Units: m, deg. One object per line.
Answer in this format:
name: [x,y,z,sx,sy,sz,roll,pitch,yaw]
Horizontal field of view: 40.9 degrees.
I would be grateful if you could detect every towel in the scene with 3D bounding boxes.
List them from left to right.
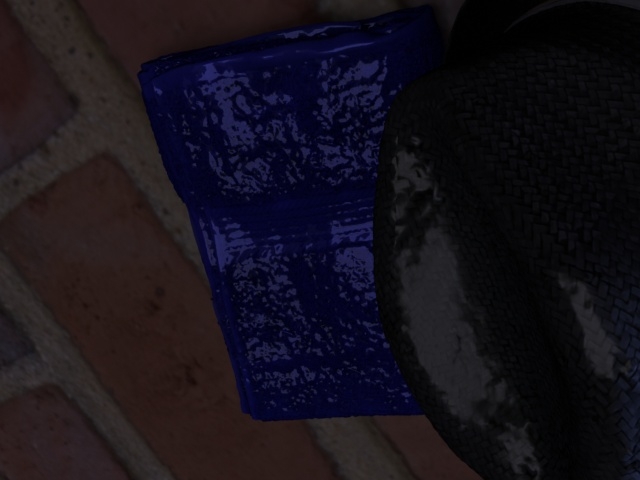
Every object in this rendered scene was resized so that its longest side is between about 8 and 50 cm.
towel: [0.000,0.000,0.630,0.228,0.076,0.308,-6,113,24]

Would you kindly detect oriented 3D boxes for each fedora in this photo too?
fedora: [0.126,0.014,0.418,0.334,0.153,0.333,35,137,42]
